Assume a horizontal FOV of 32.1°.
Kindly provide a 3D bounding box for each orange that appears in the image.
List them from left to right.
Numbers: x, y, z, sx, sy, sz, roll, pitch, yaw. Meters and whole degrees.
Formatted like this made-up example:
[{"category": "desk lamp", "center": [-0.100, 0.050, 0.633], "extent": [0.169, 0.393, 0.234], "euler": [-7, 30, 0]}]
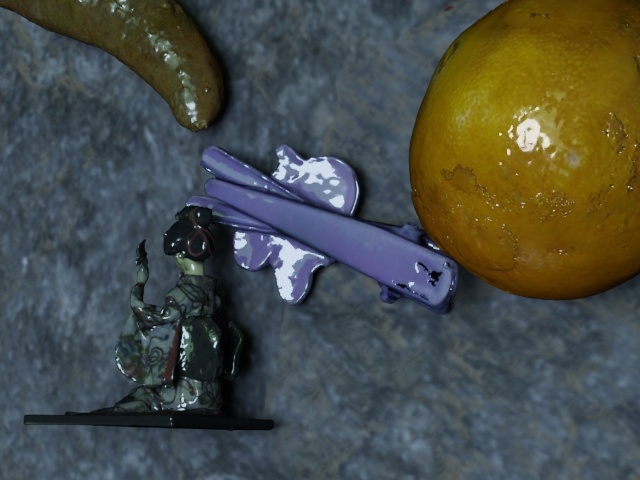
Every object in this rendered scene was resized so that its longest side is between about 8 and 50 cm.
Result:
[{"category": "orange", "center": [0.182, -0.073, 0.833], "extent": [0.240, 0.240, 0.239], "euler": [-3, 80, 19]}]

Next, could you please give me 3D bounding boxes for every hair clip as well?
[{"category": "hair clip", "center": [0.010, 0.001, 0.970], "extent": [0.278, 0.090, 0.137], "euler": [24, 102, 29]}]

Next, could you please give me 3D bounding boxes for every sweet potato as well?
[{"category": "sweet potato", "center": [-0.217, -0.228, 1.079], "extent": [0.341, 0.092, 0.114], "euler": [32, 109, 22]}]

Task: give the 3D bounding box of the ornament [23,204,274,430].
[{"category": "ornament", "center": [-0.134, 0.067, 0.964], "extent": [0.153, 0.166, 0.196], "euler": [-2, 79, 28]}]
